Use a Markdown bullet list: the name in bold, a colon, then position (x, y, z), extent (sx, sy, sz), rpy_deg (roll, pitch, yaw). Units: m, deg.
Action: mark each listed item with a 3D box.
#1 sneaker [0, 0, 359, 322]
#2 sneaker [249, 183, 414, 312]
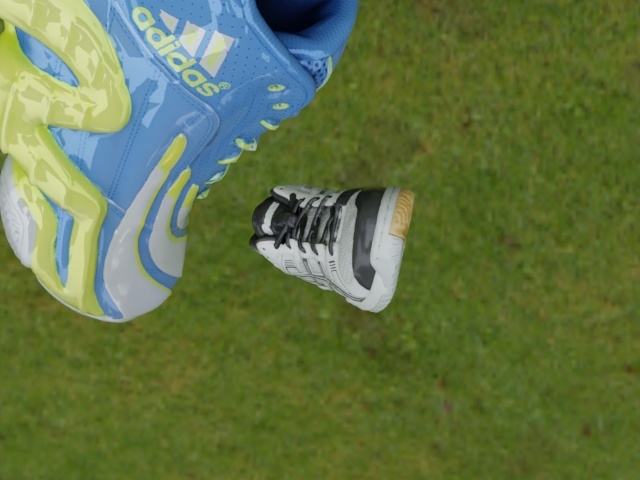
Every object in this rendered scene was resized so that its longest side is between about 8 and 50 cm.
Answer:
- **sneaker**: position (-0.050, -0.044, 0.470), extent (0.126, 0.091, 0.240), rpy_deg (9, 145, 13)
- **sneaker**: position (0.000, 0.000, 0.348), extent (0.037, 0.031, 0.083), rpy_deg (17, 171, -9)
